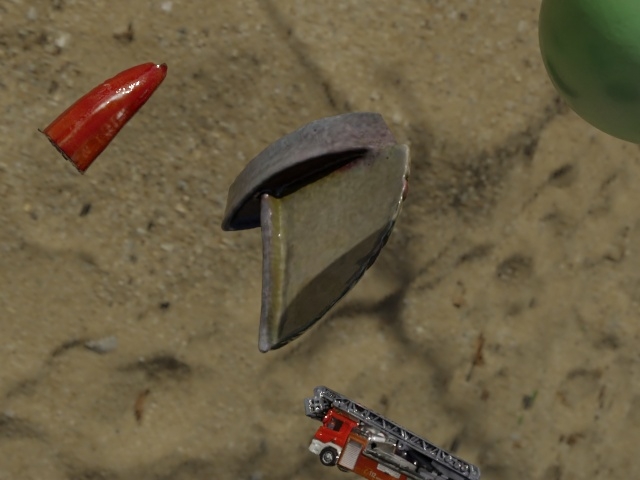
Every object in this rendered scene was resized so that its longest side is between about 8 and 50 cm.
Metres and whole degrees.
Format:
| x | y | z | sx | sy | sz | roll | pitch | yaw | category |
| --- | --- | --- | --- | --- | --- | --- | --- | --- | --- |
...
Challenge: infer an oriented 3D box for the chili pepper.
| x | y | z | sx | sy | sz | roll | pitch | yaw | category |
| --- | --- | --- | --- | --- | --- | --- | --- | --- | --- |
| -0.247 | -0.157 | 1.518 | 0.169 | 0.065 | 0.088 | -43 | 161 | -8 | chili pepper |

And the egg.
| x | y | z | sx | sy | sz | roll | pitch | yaw | category |
| --- | --- | --- | --- | --- | --- | --- | --- | --- | --- |
| 0.321 | -0.191 | 1.117 | 0.220 | 0.269 | 0.220 | -4 | 97 | -38 | egg |

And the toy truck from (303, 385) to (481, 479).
| x | y | z | sx | sy | sz | roll | pitch | yaw | category |
| --- | --- | --- | --- | --- | --- | --- | --- | --- | --- |
| 0.026 | 0.090 | 0.528 | 0.024 | 0.083 | 0.032 | 27 | 85 | -58 | toy truck |

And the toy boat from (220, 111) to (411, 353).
| x | y | z | sx | sy | sz | roll | pitch | yaw | category |
| --- | --- | --- | --- | --- | --- | --- | --- | --- | --- |
| 0.007 | -0.030 | 1.587 | 0.276 | 0.293 | 0.111 | -37 | 137 | 13 | toy boat |
